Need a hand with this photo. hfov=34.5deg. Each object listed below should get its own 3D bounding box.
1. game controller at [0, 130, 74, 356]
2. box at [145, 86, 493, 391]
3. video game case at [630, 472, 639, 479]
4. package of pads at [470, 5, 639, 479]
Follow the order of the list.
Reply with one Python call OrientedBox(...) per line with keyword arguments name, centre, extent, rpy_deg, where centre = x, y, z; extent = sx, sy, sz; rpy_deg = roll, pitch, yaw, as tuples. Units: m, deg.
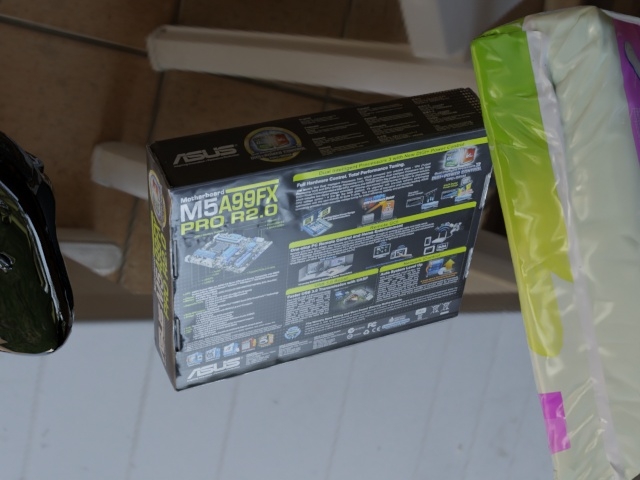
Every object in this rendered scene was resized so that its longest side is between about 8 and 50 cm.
OrientedBox(name="game controller", centre=(-0.290, -0.019, 0.588), extent=(0.067, 0.319, 0.166), rpy_deg=(-61, 158, -50))
OrientedBox(name="box", centre=(0.000, 0.000, 0.831), extent=(0.270, 0.060, 0.216), rpy_deg=(-13, 134, -19))
OrientedBox(name="video game case", centre=(0.320, 0.056, 0.366), extent=(0.329, 0.300, 0.036), rpy_deg=(-21, 99, -36))
OrientedBox(name="package of pads", centre=(0.215, 0.007, 0.666), extent=(0.229, 0.101, 0.297), rpy_deg=(-6, 85, -51))
